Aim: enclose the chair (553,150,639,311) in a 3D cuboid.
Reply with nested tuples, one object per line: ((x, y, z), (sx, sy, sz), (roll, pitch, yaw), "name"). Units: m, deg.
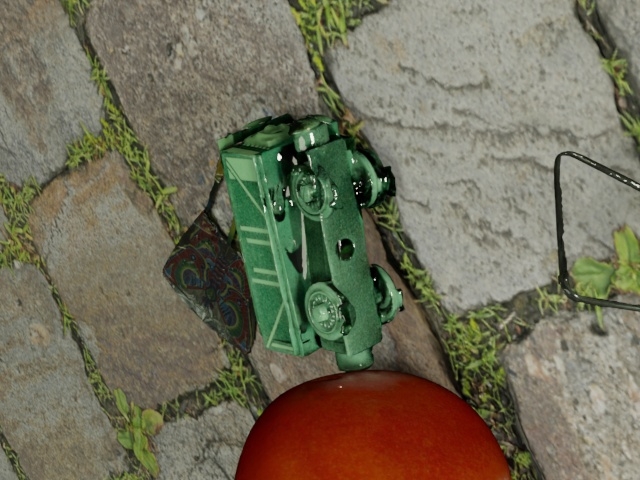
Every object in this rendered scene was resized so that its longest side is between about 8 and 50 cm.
((0.317, -0.011, 1.297), (0.140, 0.221, 0.145), (-42, 36, 50), "chair")

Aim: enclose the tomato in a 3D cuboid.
((0.039, 0.245, 1.602), (0.298, 0.299, 0.226), (-32, 69, 50), "tomato")

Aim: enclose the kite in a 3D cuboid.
((-0.099, -0.001, 1.819), (0.152, 0.015, 0.285), (42, 139, 19), "kite")

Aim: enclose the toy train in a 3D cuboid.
((0.000, 0.000, 1.639), (0.154, 0.115, 0.269), (13, 120, 53), "toy train")
